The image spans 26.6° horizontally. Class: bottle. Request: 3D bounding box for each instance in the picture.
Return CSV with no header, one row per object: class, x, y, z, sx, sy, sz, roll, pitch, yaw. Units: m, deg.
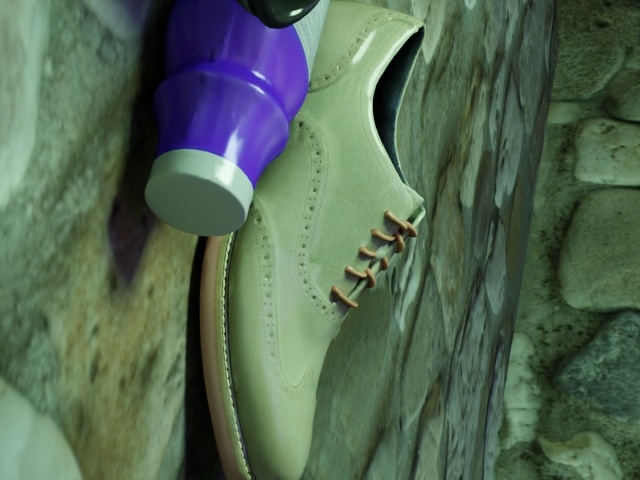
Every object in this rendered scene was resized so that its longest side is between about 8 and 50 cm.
bottle,-0.052,-0.135,0.919,0.118,0.092,0.283,70,27,-53

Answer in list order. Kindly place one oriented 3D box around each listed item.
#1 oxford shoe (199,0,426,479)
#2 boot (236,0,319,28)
oxford shoe,0.000,0.000,1.023,0.140,0.146,0.397,37,58,-75
boot,-0.037,-0.273,0.572,0.118,0.222,0.338,-11,118,-66
